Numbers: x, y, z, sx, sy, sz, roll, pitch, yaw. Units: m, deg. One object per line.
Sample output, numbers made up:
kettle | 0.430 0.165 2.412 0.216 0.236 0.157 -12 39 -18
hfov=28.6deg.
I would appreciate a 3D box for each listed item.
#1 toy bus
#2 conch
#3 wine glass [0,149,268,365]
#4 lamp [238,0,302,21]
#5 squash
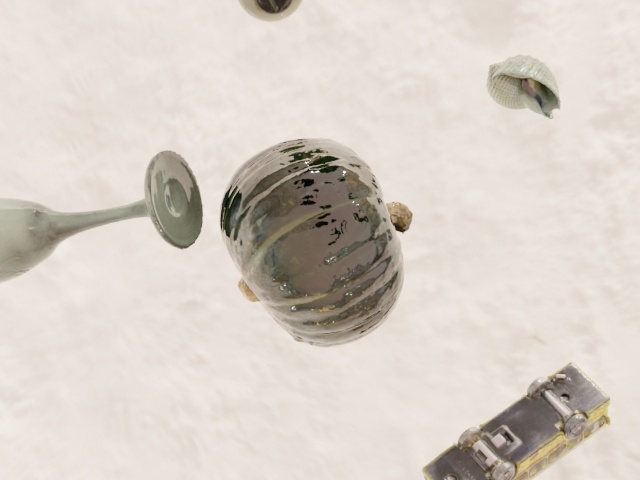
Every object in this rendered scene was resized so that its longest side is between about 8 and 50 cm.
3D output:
toy bus | 0.228 0.234 1.444 0.226 0.074 0.081 -34 50 -15
conch | 0.221 -0.170 1.345 0.085 0.076 0.057 18 69 2
wine glass | -0.246 0.061 1.305 0.309 0.096 0.264 -11 112 25
lamp | -0.071 -0.342 1.621 0.090 0.163 0.091 -5 120 -9
squash | -0.005 0.001 1.230 0.218 0.218 0.172 45 77 -4
